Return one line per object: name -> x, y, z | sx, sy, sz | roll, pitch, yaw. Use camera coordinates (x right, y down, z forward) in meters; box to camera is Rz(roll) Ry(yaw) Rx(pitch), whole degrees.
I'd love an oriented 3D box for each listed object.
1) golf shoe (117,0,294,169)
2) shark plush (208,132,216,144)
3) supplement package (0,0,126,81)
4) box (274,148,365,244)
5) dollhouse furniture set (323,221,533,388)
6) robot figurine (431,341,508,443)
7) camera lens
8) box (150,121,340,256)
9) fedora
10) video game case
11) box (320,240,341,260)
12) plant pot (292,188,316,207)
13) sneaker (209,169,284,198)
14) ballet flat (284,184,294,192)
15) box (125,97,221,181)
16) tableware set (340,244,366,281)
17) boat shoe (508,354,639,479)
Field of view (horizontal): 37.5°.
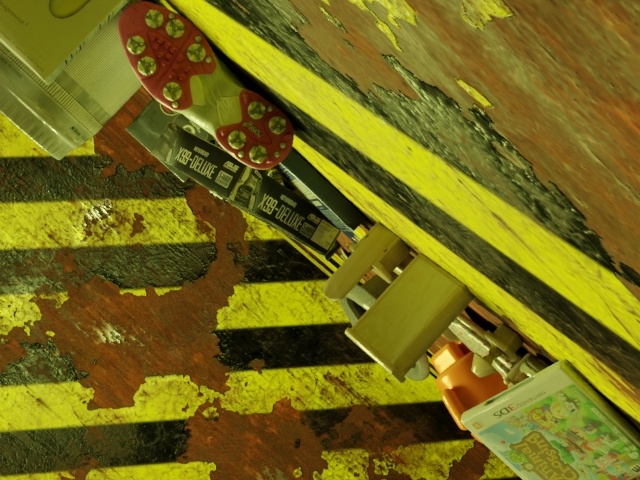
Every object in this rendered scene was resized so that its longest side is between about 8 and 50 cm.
golf shoe -> -0.174, -0.221, 1.382 | 0.306, 0.115, 0.140 | 45, 178, -12
shark plush -> -0.193, -0.250, 1.819 | 0.161, 0.073, 0.067 | -104, -7, -60
supplement package -> -0.365, -0.346, 1.241 | 0.194, 0.203, 0.149 | 43, 175, -16
box -> 0.003, -0.077, 1.639 | 0.225, 0.036, 0.136 | 44, 176, -7
dollhouse furniture set -> 0.194, 0.182, 1.560 | 0.303, 0.174, 0.355 | 39, 174, 41
robot figurine -> 0.300, 0.280, 1.730 | 0.219, 0.128, 0.158 | 55, -170, 15
camera lens -> -0.380, -0.289, 1.443 | 0.219, 0.274, 0.219 | 43, 175, 4
box -> -0.133, -0.093, 1.766 | 0.242, 0.076, 0.307 | 30, 179, 41
fedora -> 0.154, 0.147, 1.863 | 0.244, 0.124, 0.275 | 37, 165, 32
video game case -> 0.341, 0.283, 1.345 | 0.212, 0.193, 0.023 | 43, -142, -11
box -> 0.000, 0.000, 2.287 | 0.062, 0.052, 0.083 | 38, 173, 35
plant pot -> -0.038, -0.057, 1.942 | 0.083, 0.081, 0.081 | 52, -179, 30
sneaker -> -0.162, -0.132, 2.049 | 0.235, 0.090, 0.094 | 18, 121, 40
ballet flat -> -0.057, -0.062, 2.050 | 0.241, 0.077, 0.091 | 40, 175, 41
box -> -0.289, -0.223, 2.005 | 0.165, 0.143, 0.270 | 42, -179, -3
tableware set -> 0.120, 0.081, 2.122 | 0.194, 0.039, 0.128 | 49, -173, -5
boat shoe -> 0.382, 0.308, 1.464 | 0.324, 0.116, 0.123 | 45, 175, -26
